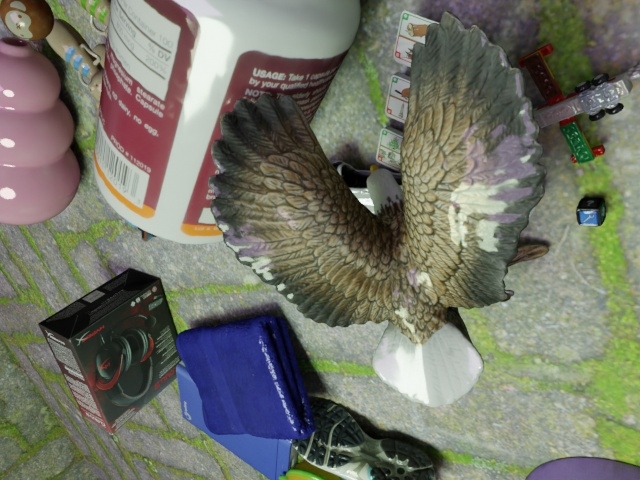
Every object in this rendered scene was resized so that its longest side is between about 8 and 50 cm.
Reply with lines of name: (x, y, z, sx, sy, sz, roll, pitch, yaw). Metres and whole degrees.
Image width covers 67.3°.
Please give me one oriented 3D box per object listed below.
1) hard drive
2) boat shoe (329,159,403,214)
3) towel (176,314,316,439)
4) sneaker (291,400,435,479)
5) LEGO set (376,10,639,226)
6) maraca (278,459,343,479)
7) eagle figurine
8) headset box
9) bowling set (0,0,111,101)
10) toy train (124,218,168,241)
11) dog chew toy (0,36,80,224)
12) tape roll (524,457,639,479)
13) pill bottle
hard drive: (-0.193, 0.419, 1.096, 0.319, 0.040, 0.210, 24, 130, 23)
boat shoe: (0.027, -0.067, 0.586, 0.184, 0.066, 0.063, 18, 135, 28)
towel: (-0.145, 0.257, 0.910, 0.308, 0.076, 0.227, -19, 92, 45)
sneaker: (0.061, 0.388, 0.840, 0.283, 0.110, 0.122, 18, 139, 33)
LEGO set: (0.181, -0.110, 0.477, 0.244, 0.060, 0.182, 29, 144, 21)
maraca: (-0.018, 0.503, 0.979, 0.127, 0.099, 0.185, 38, 142, -4)
eagle figurine: (0.067, -0.009, 0.438, 0.225, 0.226, 0.298, 36, 174, 37)
headset box: (-0.424, 0.244, 1.033, 0.110, 0.218, 0.293, 14, 124, 30)
bowling set: (-0.274, -0.248, 0.619, 0.154, 0.200, 0.287, 49, 139, -1)
toy train: (-0.277, -0.074, 0.813, 0.105, 0.080, 0.184, 29, 132, 11)
dog chew toy: (-0.541, -0.191, 0.859, 0.207, 0.207, 0.331, 33, 126, 16)
tape roll: (0.391, 0.416, 0.616, 0.275, 0.090, 0.274, 19, 128, 27)
pill bottle: (-0.097, -0.194, 0.492, 0.224, 0.224, 0.392, 42, 134, 7)
